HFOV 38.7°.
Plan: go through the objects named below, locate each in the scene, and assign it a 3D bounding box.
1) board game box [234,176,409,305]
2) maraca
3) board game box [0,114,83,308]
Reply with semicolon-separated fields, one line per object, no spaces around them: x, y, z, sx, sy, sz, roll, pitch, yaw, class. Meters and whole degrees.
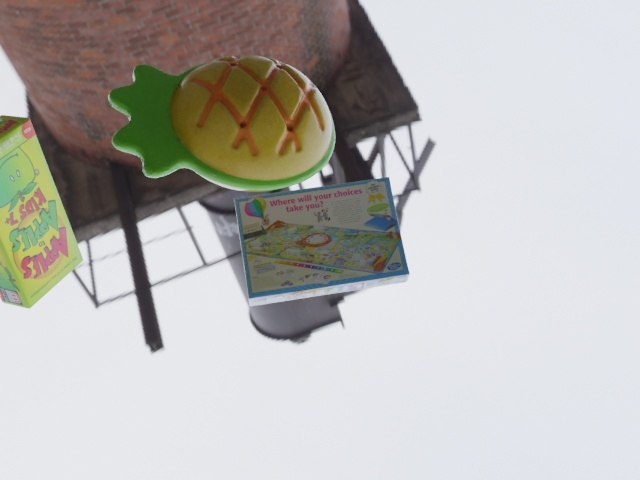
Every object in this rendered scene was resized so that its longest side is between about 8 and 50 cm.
0.000;0.000;0.878;0.154;0.026;0.104;-8;-110;-5;board game box
-0.076;-0.096;0.739;0.185;0.099;0.127;-1;-121;-20;maraca
-0.320;-0.029;0.959;0.043;0.181;0.092;8;-142;28;board game box
